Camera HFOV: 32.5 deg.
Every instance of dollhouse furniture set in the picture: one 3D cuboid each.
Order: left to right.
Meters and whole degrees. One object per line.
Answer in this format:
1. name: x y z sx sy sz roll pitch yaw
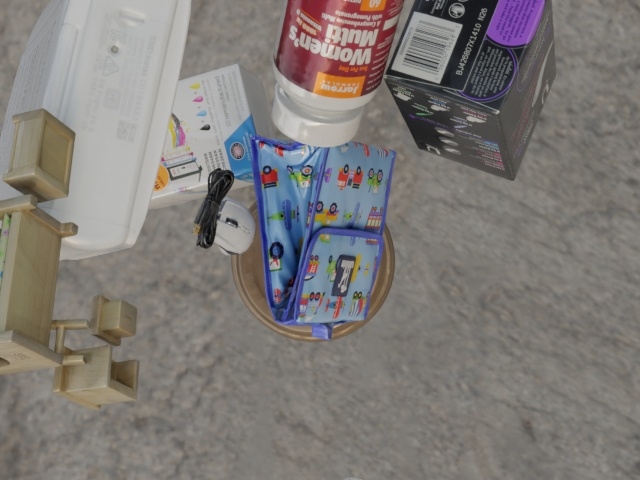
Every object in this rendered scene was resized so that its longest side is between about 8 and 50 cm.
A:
1. dollhouse furniture set: -0.217 0.023 0.849 0.101 0.161 0.182 -10 63 22

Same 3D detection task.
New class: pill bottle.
1. pill bottle: 0.015 -0.214 1.156 0.121 0.121 0.221 58 146 38

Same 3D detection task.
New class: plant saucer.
1. plant saucer: -0.015 0.035 1.827 0.278 0.041 0.278 1 95 7

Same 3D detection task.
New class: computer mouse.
1. computer mouse: -0.121 -0.024 1.498 0.042 0.193 0.106 14 81 15

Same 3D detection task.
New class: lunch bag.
1. lunch bag: 0.000 0.000 1.629 0.138 0.221 0.293 3 91 29

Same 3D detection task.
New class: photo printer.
1. photo printer: -0.222 -0.106 1.003 0.307 0.107 0.256 -10 68 66

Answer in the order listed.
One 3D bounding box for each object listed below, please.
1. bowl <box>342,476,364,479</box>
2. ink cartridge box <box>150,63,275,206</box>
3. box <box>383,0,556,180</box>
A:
1. bowl: 0.055 0.437 1.777 0.170 0.170 0.080 36 107 42
2. ink cartridge box: -0.200 -0.157 1.735 0.233 0.168 0.171 -15 88 9
3. box: 0.190 -0.201 1.333 0.143 0.270 0.165 21 82 18
